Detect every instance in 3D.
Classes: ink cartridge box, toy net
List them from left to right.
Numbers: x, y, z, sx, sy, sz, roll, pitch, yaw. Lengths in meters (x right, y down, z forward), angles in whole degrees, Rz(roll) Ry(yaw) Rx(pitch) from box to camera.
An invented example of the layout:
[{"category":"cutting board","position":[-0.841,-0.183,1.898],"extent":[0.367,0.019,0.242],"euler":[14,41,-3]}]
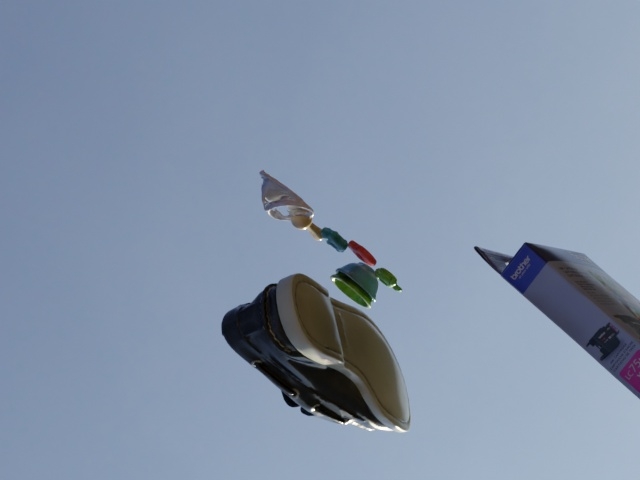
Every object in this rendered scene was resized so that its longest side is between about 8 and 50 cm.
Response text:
[{"category":"toy net","position":[0.000,0.000,2.230],"extent":[0.232,0.122,0.045],"euler":[42,-100,-13]},{"category":"ink cartridge box","position":[0.341,0.092,2.063],"extent":[0.065,0.311,0.186],"euler":[-57,-29,14]}]

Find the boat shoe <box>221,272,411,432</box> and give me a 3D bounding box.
[{"category":"boat shoe","position":[-0.003,0.141,1.901],"extent":[0.340,0.113,0.127],"euler":[38,-143,-59]}]
